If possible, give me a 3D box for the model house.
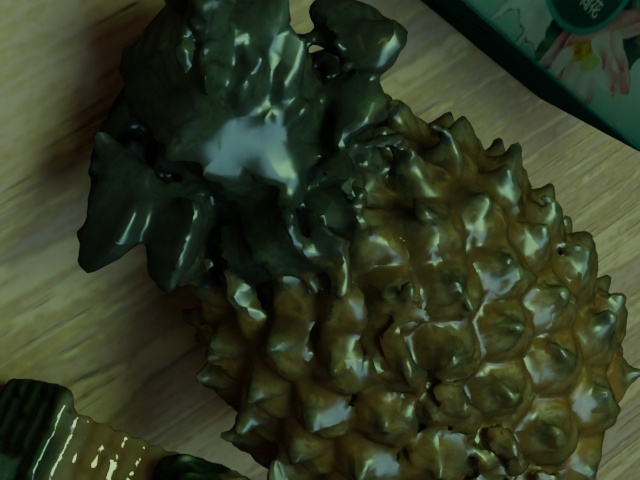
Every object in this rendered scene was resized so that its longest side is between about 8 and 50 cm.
[{"bbox_3d":[-0.140,0.167,0.766,0.166,0.172,0.183,102,14,-72],"label":"model house"}]

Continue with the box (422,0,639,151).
[{"bbox_3d":[0.134,-0.167,0.855,0.245,0.092,0.153,28,95,-48],"label":"box"}]

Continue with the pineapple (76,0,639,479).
[{"bbox_3d":[-0.001,0.000,0.774,0.223,0.223,0.357,-47,127,-8],"label":"pineapple"}]
